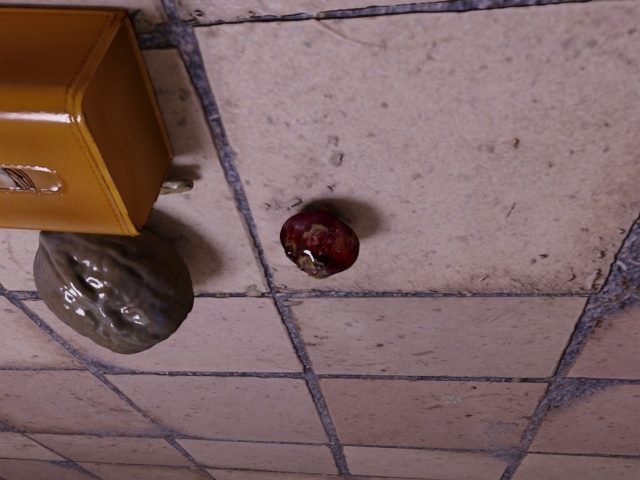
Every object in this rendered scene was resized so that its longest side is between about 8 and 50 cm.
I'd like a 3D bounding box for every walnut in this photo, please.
[{"bbox_3d":[-0.283,0.055,0.727,0.178,0.178,0.230,-22,130,31],"label":"walnut"}]

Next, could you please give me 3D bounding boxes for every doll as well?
[{"bbox_3d":[-0.207,-0.061,0.650,0.093,0.051,0.061,15,-177,6],"label":"doll"}]

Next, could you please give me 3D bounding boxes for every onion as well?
[{"bbox_3d":[0.000,0.000,0.677,0.107,0.097,0.107,23,180,0],"label":"onion"}]

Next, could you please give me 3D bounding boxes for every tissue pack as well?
[{"bbox_3d":[-0.318,-0.110,0.532,0.275,0.145,0.194,3,144,5],"label":"tissue pack"}]
